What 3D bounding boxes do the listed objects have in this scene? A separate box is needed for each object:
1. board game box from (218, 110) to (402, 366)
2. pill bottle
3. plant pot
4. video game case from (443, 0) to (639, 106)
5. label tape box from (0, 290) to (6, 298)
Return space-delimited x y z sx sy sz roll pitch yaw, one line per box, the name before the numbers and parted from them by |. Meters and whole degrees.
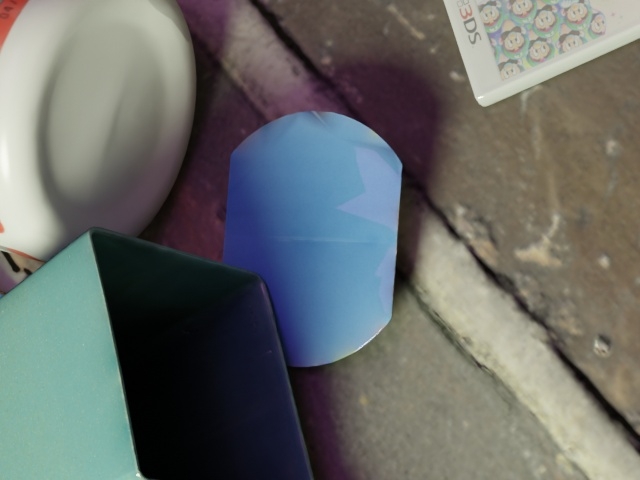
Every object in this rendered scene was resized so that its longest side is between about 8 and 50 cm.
board game box | 0.000 0.000 1.277 0.133 0.033 0.169 1 85 31
pill bottle | -0.287 -0.119 1.358 0.363 0.210 0.210 14 79 29
plant pot | -0.155 0.129 1.238 0.234 0.165 0.165 -30 61 31
video game case | 0.155 -0.181 1.274 0.157 0.019 0.143 -24 64 17
label tape box | -0.418 0.082 1.388 0.333 0.106 0.241 25 83 -10
